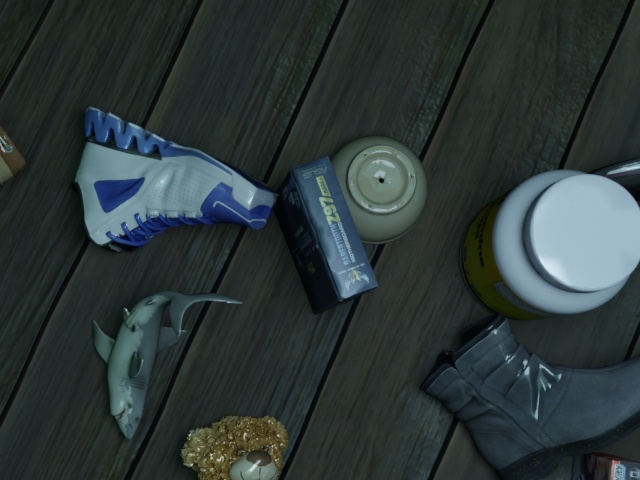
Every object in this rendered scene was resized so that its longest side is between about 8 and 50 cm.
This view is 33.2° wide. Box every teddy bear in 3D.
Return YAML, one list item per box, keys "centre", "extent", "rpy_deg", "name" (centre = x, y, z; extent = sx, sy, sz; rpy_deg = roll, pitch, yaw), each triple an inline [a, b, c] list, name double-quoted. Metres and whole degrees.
- centre: [-0.094, 0.413, 1.474]
  extent: [0.245, 0.113, 0.338]
  rpy_deg: [13, 83, -5]
  name: "teddy bear"

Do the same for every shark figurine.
- centre: [-0.220, 0.127, 1.489]
  extent: [0.116, 0.278, 0.166]
  rpy_deg: [0, 47, -40]
  name: "shark figurine"

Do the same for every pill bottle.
- centre: [0.306, 0.008, 1.433]
  extent: [0.187, 0.334, 0.188]
  rpy_deg: [1, 83, -4]
  name: "pill bottle"

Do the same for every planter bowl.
- centre: [0.082, -0.080, 1.542]
  extent: [0.162, 0.109, 0.162]
  rpy_deg: [1, 83, -4]
  name: "planter bowl"

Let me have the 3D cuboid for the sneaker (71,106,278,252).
- centre: [-0.224, -0.051, 1.501]
  extent: [0.315, 0.127, 0.182]
  rpy_deg: [23, 92, 21]
  name: "sneaker"

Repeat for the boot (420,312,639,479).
- centre: [0.304, 0.183, 1.454]
  extent: [0.338, 0.118, 0.223]
  rpy_deg: [-40, 90, 27]
  name: "boot"

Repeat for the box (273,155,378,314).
- centre: [0.000, 0.000, 1.464]
  extent: [0.059, 0.232, 0.183]
  rpy_deg: [-21, 86, -11]
  name: "box"

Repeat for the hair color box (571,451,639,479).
- centre: [0.395, 0.344, 1.485]
  extent: [0.053, 0.167, 0.093]
  rpy_deg: [8, 83, -5]
  name: "hair color box"

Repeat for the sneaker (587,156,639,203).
- centre: [0.533, -0.047, 1.573]
  extent: [0.281, 0.106, 0.163]
  rpy_deg: [-7, 87, -5]
  name: "sneaker"

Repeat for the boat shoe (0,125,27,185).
- centre: [-0.521, -0.219, 1.519]
  extent: [0.120, 0.122, 0.324]
  rpy_deg: [-26, 94, -12]
  name: "boat shoe"
